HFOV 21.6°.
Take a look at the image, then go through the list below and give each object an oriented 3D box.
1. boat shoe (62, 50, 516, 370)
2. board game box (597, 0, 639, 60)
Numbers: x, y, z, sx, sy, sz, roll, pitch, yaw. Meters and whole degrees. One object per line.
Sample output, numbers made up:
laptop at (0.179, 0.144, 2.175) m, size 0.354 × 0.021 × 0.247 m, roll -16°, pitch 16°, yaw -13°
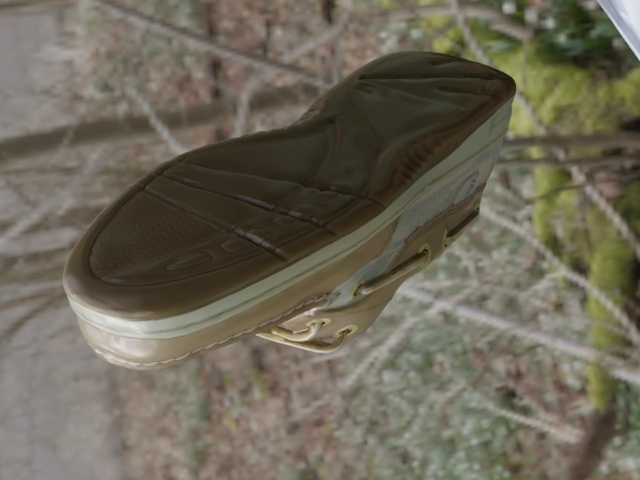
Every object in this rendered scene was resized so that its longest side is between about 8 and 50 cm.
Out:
boat shoe at (0.000, 0.000, 0.363) m, size 0.050 × 0.135 × 0.045 m, roll 22°, pitch 125°, yaw 33°
board game box at (0.297, -0.085, 0.558) m, size 0.390 × 0.050 × 0.390 m, roll -17°, pitch 121°, yaw 48°
